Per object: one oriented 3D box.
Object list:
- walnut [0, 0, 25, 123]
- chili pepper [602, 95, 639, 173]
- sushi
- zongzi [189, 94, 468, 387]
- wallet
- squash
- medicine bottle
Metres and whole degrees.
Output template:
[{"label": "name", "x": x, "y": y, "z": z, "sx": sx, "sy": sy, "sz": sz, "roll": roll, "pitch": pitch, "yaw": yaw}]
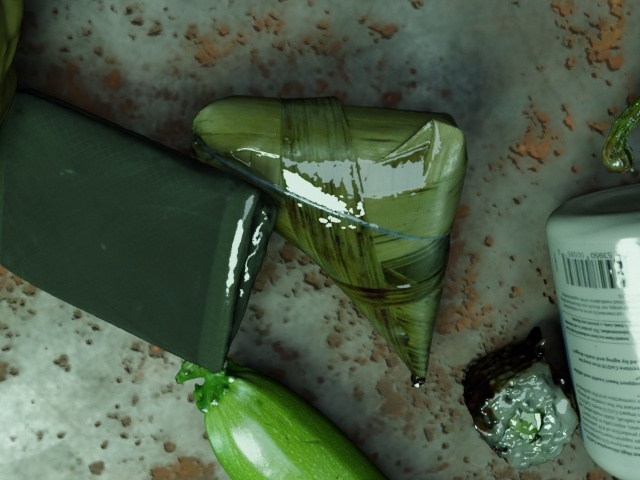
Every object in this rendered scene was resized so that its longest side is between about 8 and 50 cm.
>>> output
[{"label": "walnut", "x": -0.348, "y": -0.141, "z": 0.534, "sx": 0.277, "sy": 0.253, "sz": 0.282, "roll": 29, "pitch": 94, "yaw": -8}, {"label": "chili pepper", "x": 0.405, "y": -0.178, "z": 0.672, "sx": 0.387, "sy": 0.110, "sz": 0.110, "roll": -26, "pitch": 100, "yaw": -1}, {"label": "sushi", "x": 0.182, "y": 0.143, "z": 0.712, "sx": 0.098, "sy": 0.084, "sz": 0.094, "roll": -32, "pitch": 99, "yaw": 5}, {"label": "zongzi", "x": 0.000, "y": 0.000, "z": 0.668, "sx": 0.221, "sy": 0.112, "sz": 0.242, "roll": 8, "pitch": 111, "yaw": 5}, {"label": "wallet", "x": -0.161, "y": -0.011, "z": 0.636, "sx": 0.245, "sy": 0.052, "sz": 0.168, "roll": 24, "pitch": 113, "yaw": 15}, {"label": "squash", "x": 0.013, "y": 0.230, "z": 0.702, "sx": 0.101, "sy": 0.101, "sz": 0.378, "roll": -44, "pitch": 104, "yaw": 2}, {"label": "medicine bottle", "x": 0.293, "y": 0.102, "z": 0.679, "sx": 0.157, "sy": 0.157, "sz": 0.288, "roll": -13, "pitch": 100, "yaw": -3}]
